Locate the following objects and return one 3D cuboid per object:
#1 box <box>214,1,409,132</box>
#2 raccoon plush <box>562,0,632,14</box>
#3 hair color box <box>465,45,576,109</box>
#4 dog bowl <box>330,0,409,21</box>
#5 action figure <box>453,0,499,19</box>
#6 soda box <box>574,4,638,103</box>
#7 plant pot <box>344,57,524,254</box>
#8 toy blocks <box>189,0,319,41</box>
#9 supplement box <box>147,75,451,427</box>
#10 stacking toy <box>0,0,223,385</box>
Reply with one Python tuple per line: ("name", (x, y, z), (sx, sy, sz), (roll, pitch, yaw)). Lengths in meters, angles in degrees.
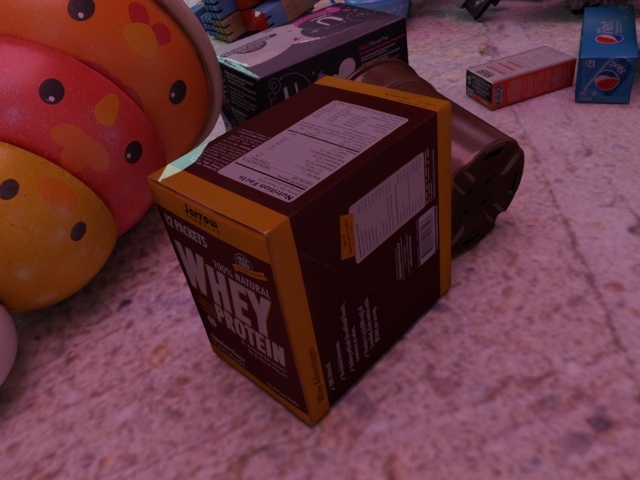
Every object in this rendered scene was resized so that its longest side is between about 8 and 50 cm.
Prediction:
("box", (-0.014, -0.233, 0.792), (0.247, 0.142, 0.163), (-29, 42, -23))
("raccoon plush", (0.494, -0.630, 0.987), (0.216, 0.446, 0.299), (-21, 30, 37))
("hair color box", (0.295, -0.243, 0.811), (0.141, 0.043, 0.072), (-18, 38, -11))
("dog bowl", (0.118, -0.513, 1.176), (0.166, 0.074, 0.297), (0, 38, 14))
("action figure", (0.244, -0.569, 1.119), (0.285, 0.099, 0.185), (37, 45, 14))
("soda box", (0.419, -0.279, 0.807), (0.071, 0.067, 0.210), (7, 41, 22))
("plant pot", (0.103, -0.080, 0.566), (0.167, 0.167, 0.165), (-30, 49, -23))
("toy blocks", (-0.164, -0.553, 1.235), (0.261, 0.191, 0.381), (-42, 44, -19))
("supplement box", (0.000, 0.000, 0.451), (0.129, 0.191, 0.194), (25, 49, 37))
("stacking toy", (-0.304, -0.045, 0.567), (0.350, 0.351, 0.480), (-3, 57, 10))
